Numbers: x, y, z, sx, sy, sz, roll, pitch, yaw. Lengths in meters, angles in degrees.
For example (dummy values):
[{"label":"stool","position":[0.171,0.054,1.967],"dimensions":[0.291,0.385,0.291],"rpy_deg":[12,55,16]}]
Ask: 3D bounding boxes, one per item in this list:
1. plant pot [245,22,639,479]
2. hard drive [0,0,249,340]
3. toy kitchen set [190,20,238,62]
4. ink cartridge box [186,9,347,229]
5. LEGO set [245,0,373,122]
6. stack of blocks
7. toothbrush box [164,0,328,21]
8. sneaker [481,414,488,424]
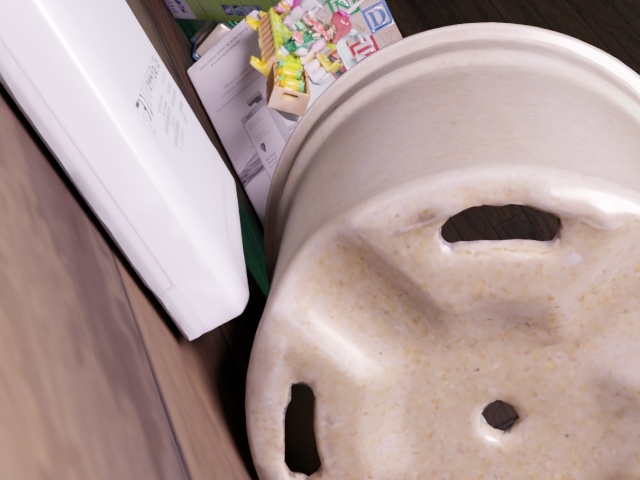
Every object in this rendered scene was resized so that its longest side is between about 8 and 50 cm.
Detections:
[{"label":"plant pot","position":[0.099,0.043,0.476],"dimensions":[0.333,0.334,0.305],"rpy_deg":[61,14,-9]},{"label":"hard drive","position":[-0.131,-0.120,0.394],"dimensions":[0.307,0.040,0.203],"rpy_deg":[59,4,-23]},{"label":"toy kitchen set","position":[-0.107,-0.220,1.188],"dimensions":[0.207,0.122,0.166],"rpy_deg":[38,13,-22]},{"label":"ink cartridge box","position":[-0.004,-0.097,0.942],"dimensions":[0.207,0.117,0.283],"rpy_deg":[12,46,-59]},{"label":"LEGO set","position":[0.004,-0.219,0.839],"dimensions":[0.132,0.107,0.287],"rpy_deg":[51,24,-2]},{"label":"stack of blocks","position":[-0.033,-0.336,1.353],"dimensions":[0.171,0.297,0.087],"rpy_deg":[59,6,-23]},{"label":"toothbrush box","position":[-0.119,-0.388,0.999],"dimensions":[0.283,0.122,0.206],"rpy_deg":[16,-32,44]},{"label":"sneaker","position":[0.136,0.217,1.139],"dimensions":[0.290,0.106,0.123],"rpy_deg":[52,5,30]}]
